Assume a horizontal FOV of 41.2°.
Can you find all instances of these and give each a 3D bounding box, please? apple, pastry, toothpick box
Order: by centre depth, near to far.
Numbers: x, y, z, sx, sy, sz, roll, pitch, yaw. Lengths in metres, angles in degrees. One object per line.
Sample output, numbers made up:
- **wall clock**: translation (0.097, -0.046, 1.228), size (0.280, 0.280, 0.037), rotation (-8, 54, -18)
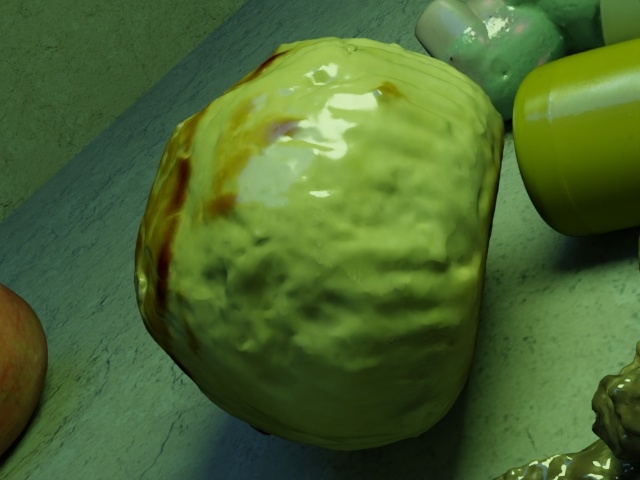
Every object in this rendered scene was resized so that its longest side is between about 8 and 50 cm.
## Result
- **toothpick box**: translation (0.329, -0.107, 0.768), size (0.271, 0.175, 0.175), rotation (-12, 37, 37)
- **pastry**: translation (0.000, 0.000, 0.787), size (0.313, 0.388, 0.388), rotation (9, 42, 7)
- **apple**: translation (-0.604, 0.199, 1.276), size (0.364, 0.364, 0.364), rotation (-30, 28, 18)

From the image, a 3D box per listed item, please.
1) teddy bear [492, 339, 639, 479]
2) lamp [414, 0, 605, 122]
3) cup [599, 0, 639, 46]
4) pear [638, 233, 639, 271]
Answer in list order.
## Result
- **teddy bear**: translation (0.242, 0.126, 0.440), size (0.296, 0.246, 0.222), rotation (-10, 56, 57)
- **lamp**: translation (0.298, -0.278, 1.060), size (0.301, 0.247, 0.247), rotation (-40, 55, 13)
- **cup**: translation (0.437, -0.282, 0.787), size (0.318, 0.212, 0.212), rotation (3, 46, 27)
- **pear**: translation (0.342, -0.017, 0.590), size (0.229, 0.188, 0.211), rotation (-16, 19, 50)
